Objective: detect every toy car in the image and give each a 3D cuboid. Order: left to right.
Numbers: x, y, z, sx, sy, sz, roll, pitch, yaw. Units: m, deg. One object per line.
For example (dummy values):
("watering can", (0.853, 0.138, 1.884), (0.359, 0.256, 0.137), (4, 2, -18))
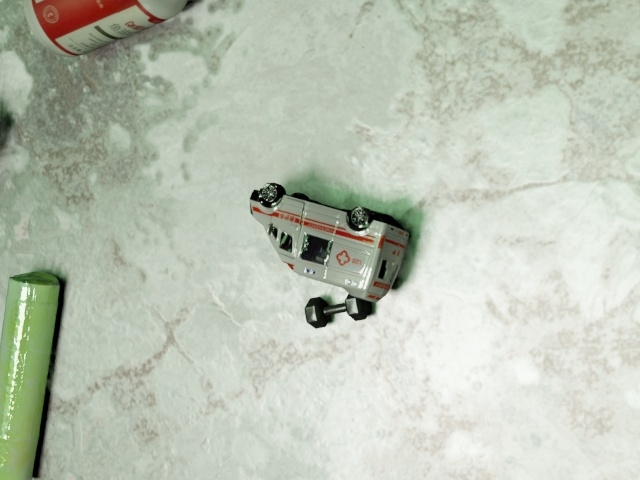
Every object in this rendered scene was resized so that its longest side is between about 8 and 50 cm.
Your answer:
("toy car", (0.000, 0.000, 1.540), (0.210, 0.089, 0.108), (17, 91, 27))

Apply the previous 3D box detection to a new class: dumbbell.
("dumbbell", (0.022, 0.086, 1.564), (0.083, 0.040, 0.036), (-12, 117, 29))

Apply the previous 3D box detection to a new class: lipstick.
("lipstick", (-0.430, 0.196, 1.793), (0.076, 0.076, 0.304), (13, 96, 28))

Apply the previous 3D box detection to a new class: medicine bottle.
("medicine bottle", (-0.269, -0.339, 1.670), (0.250, 0.131, 0.131), (-15, 83, 28))
